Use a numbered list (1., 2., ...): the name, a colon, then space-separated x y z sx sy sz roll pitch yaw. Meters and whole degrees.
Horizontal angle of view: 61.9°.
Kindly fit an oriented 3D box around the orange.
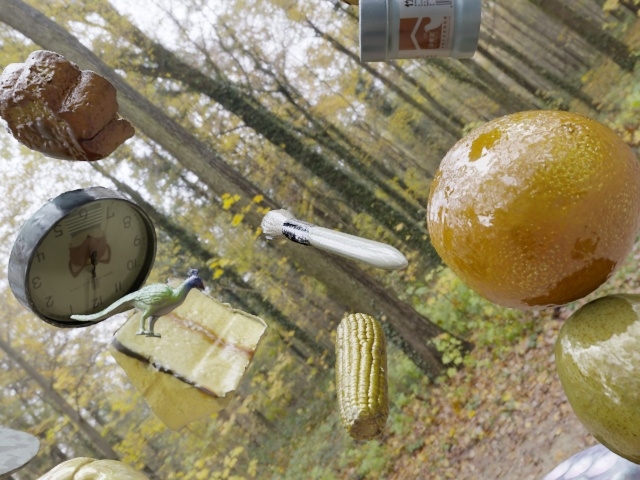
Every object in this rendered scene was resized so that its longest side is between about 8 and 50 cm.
1. orange: 0.285 -0.043 0.723 0.274 0.274 0.274 -49 -8 -9

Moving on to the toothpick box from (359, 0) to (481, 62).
1. toothpick box: 0.129 -0.295 0.719 0.101 0.153 0.101 -1 -90 -85

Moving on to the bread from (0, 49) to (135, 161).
1. bread: -0.517 -0.261 1.055 0.232 0.246 0.135 85 -164 -53

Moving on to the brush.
1. brush: 0.000 0.000 0.553 0.042 0.039 0.299 -4 11 -25

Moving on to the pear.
1. pear: 0.418 0.179 0.666 0.211 0.228 0.188 -104 23 -49

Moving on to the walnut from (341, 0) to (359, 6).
1. walnut: 0.046 -0.460 0.851 0.137 0.245 0.137 -28 46 34

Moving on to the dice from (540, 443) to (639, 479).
1. dice: 0.510 0.534 0.909 0.270 0.271 0.270 -32 -18 -24

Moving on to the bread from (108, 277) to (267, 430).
1. bread: -0.255 0.194 1.065 0.198 0.236 0.263 -32 13 22

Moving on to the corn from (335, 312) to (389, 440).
1. corn: 0.062 0.186 0.761 0.080 0.080 0.231 -53 14 20

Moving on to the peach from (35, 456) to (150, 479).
1. peach: -0.239 0.322 0.546 0.184 0.184 0.184 -49 -8 -9

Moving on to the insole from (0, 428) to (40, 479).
1. insole: -0.251 0.150 0.344 0.193 0.065 0.006 50 -121 -83

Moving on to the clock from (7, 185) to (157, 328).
1. clock: -0.508 0.041 1.177 0.325 0.067 0.325 -37 -40 -38

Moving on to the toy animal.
1. toy animal: -0.259 0.107 0.744 0.216 0.075 0.041 -20 -26 14
